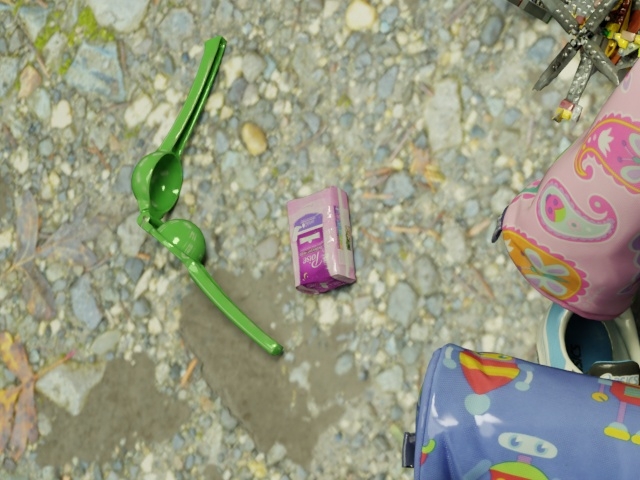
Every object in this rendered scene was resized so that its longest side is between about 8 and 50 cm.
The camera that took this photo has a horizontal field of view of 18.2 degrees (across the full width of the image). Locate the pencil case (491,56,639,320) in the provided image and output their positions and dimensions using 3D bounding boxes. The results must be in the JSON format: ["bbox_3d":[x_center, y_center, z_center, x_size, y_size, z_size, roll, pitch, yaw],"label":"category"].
[{"bbox_3d":[0.233,-0.063,1.350,0.284,0.124,0.124,-52,48,47],"label":"pencil case"}]

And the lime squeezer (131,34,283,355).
[{"bbox_3d":[-0.108,-0.025,1.766,0.110,0.059,0.310,-13,65,2],"label":"lime squeezer"}]

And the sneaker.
[{"bbox_3d":[0.205,0.140,1.439,0.086,0.085,0.237,113,152,-64],"label":"sneaker"}]

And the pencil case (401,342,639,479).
[{"bbox_3d":[0.202,0.163,1.343,0.306,0.119,0.133,13,97,7],"label":"pencil case"}]

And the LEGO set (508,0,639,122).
[{"bbox_3d":[0.192,-0.261,1.498,0.255,0.192,0.331,-50,54,16],"label":"LEGO set"}]

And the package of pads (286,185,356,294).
[{"bbox_3d":[0.000,0.000,1.678,0.050,0.032,0.083,-20,66,35],"label":"package of pads"}]
